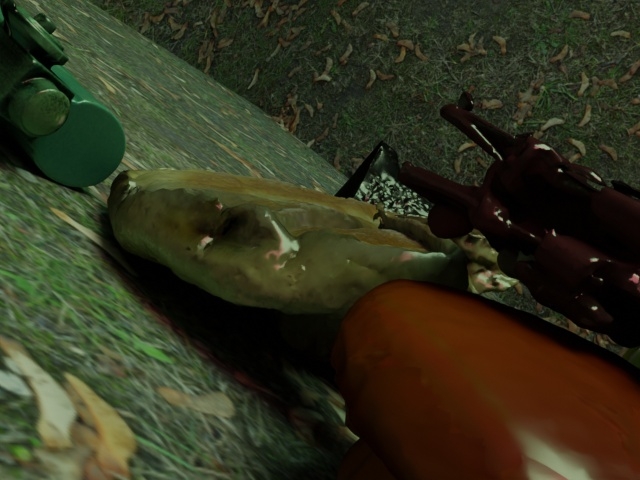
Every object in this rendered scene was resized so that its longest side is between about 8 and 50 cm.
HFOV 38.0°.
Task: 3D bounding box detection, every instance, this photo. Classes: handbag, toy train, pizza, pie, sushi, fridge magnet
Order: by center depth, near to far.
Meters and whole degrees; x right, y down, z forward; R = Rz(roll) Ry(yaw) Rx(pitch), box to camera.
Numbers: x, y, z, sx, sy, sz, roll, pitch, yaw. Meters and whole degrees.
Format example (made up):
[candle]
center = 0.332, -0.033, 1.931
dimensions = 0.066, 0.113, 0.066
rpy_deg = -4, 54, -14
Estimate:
[fridge magnet]
center = 0.148, 0.154, 0.430
dimensions = 0.363, 0.155, 0.363
rpy_deg = 36, 7, -6
[handbag]
center = 0.159, 0.019, 0.476
dimensions = 0.203, 0.074, 0.216
rpy_deg = 34, 7, 27
[pie]
center = 0.000, 0.000, 0.695
dimensions = 0.337, 0.075, 0.337
rpy_deg = 9, 6, -1
[pizza]
center = 0.072, 0.097, 0.699
dimensions = 0.154, 0.069, 0.193
rpy_deg = 16, 8, -45
[toy train]
center = -0.245, -0.137, 0.714
dimensions = 0.248, 0.101, 0.159
rpy_deg = 43, -4, 32
[sushi]
center = 0.069, 0.020, 0.944
dimensions = 0.150, 0.153, 0.172
rpy_deg = 39, 16, -8

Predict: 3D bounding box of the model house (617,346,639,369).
[model house]
center = 0.293, 0.175, 0.786
dimensions = 0.293, 0.207, 0.154
rpy_deg = 34, 5, -20
